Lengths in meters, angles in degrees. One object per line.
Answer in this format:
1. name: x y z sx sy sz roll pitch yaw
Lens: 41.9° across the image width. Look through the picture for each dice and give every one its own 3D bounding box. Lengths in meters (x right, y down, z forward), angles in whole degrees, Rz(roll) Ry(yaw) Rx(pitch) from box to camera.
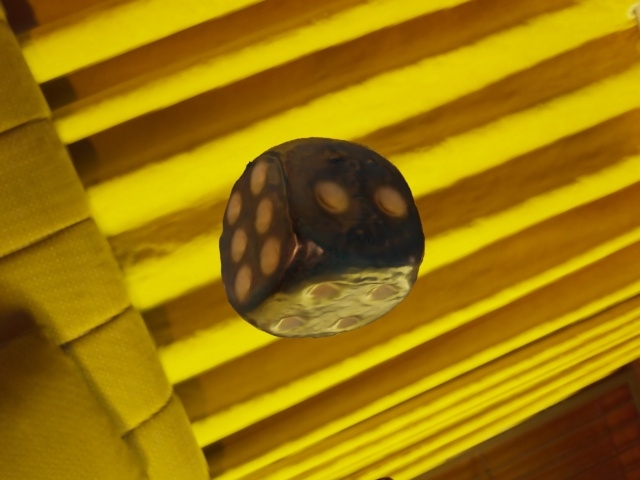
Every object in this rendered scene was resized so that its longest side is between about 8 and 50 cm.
1. dice: 0.000 0.000 0.756 0.146 0.146 0.143 -47 -134 44

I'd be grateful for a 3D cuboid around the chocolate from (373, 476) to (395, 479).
1. chocolate: -0.065 0.259 0.457 0.112 0.321 0.112 52 13 -40
